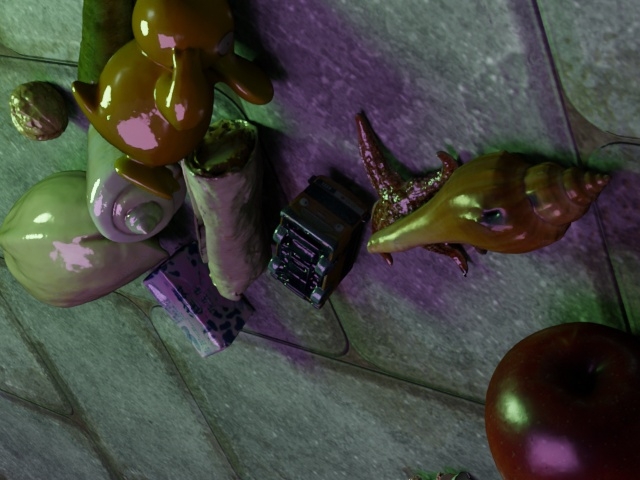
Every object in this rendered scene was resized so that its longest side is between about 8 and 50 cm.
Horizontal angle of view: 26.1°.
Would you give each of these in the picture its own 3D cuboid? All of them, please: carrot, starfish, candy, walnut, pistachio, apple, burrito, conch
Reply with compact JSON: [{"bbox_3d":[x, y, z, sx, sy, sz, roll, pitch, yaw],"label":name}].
[{"bbox_3d":[-0.267,-0.296,1.729,0.074,0.074,0.359,35,146,14],"label":"carrot"},{"bbox_3d":[0.101,-0.043,1.624,0.238,0.057,0.213,47,143,-8],"label":"starfish"},{"bbox_3d":[-0.182,0.087,2.090,0.160,0.092,0.073,53,144,-13],"label":"candy"},{"bbox_3d":[-0.415,-0.191,2.026,0.096,0.082,0.079,46,-179,9],"label":"walnut"},{"bbox_3d":[-0.353,-0.003,2.077,0.226,0.208,0.331,10,169,-40],"label":"pistachio"},{"bbox_3d":[0.291,0.201,1.549,0.218,0.218,0.201,23,153,31],"label":"apple"},{"bbox_3d":[-0.121,-0.049,1.810,0.105,0.143,0.299,-7,146,-3],"label":"burrito"},{"bbox_3d":[0.167,-0.029,1.483,0.330,0.093,0.109,-16,102,36],"label":"conch"},{"bbox_3d":[-0.243,-0.105,1.850,0.127,0.255,0.158,-24,145,20],"label":"conch"}]

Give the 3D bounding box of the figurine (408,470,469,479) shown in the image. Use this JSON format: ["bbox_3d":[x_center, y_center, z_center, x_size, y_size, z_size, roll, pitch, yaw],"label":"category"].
[{"bbox_3d":[0.178,0.378,2.072,0.072,0.054,0.129,49,148,-2],"label":"figurine"}]

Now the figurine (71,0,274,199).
[{"bbox_3d":[-0.177,-0.190,1.623,0.228,0.215,0.215,-38,101,16],"label":"figurine"}]

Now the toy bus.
[{"bbox_3d":[0.000,0.000,1.750,0.091,0.103,0.182,36,155,12],"label":"toy bus"}]
